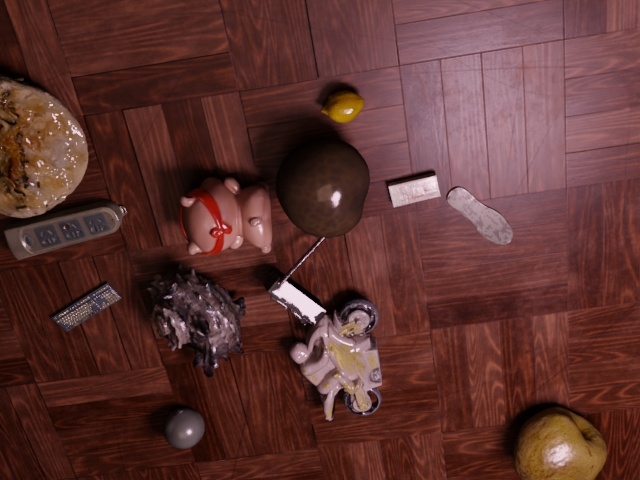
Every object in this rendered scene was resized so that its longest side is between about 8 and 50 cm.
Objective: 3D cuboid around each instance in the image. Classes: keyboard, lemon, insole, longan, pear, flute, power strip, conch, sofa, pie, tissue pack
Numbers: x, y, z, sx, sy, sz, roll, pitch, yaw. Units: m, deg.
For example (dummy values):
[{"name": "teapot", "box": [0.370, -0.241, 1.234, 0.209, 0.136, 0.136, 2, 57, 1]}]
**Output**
[{"name": "keyboard", "box": [-0.559, 0.160, 1.902, 0.176, 0.014, 0.055, -30, 118, 16]}, {"name": "lemon", "box": [0.046, -0.274, 1.638, 0.092, 0.065, 0.065, -11, 118, 6]}, {"name": "insole", "box": [0.360, -0.054, 1.792, 0.193, 0.006, 0.065, 36, 113, -18]}, {"name": "longan", "box": [0.006, -0.110, 1.660, 0.198, 0.198, 0.212, -6, 123, 3]}, {"name": "pear", "box": [0.597, 0.540, 2.017, 0.229, 0.188, 0.211, 31, 112, -19]}, {"name": "flute", "box": [0.000, 0.000, 1.771, 0.014, 0.014, 0.269, 42, 93, -20]}, {"name": "power strip", "box": [-0.570, -0.026, 1.781, 0.286, 0.048, 0.080, -14, 119, 6]}, {"name": "conch", "box": [-0.294, 0.188, 1.836, 0.241, 0.186, 0.313, -1, 142, 31]}, {"name": "sofa", "box": [-0.064, 0.134, 1.845, 0.147, 0.085, 0.060, 37, 95, -20]}, {"name": "pie", "box": [-0.657, -0.201, 1.665, 0.339, 0.077, 0.339, 0, 120, 0]}, {"name": "tissue pack", "box": [0.206, -0.111, 1.749, 0.108, 0.023, 0.056, -12, 118, 6]}]

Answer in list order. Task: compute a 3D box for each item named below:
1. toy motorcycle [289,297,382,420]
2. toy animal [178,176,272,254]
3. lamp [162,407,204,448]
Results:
[{"name": "toy motorcycle", "box": [0.040, 0.292, 1.925, 0.223, 0.108, 0.340, -6, 117, 3]}, {"name": "toy animal", "box": [-0.204, -0.047, 1.715, 0.198, 0.171, 0.171, -3, 119, -8]}, {"name": "lamp", "box": [-0.347, 0.477, 2.029, 0.105, 0.105, 0.105, 0, 119, 0]}]
